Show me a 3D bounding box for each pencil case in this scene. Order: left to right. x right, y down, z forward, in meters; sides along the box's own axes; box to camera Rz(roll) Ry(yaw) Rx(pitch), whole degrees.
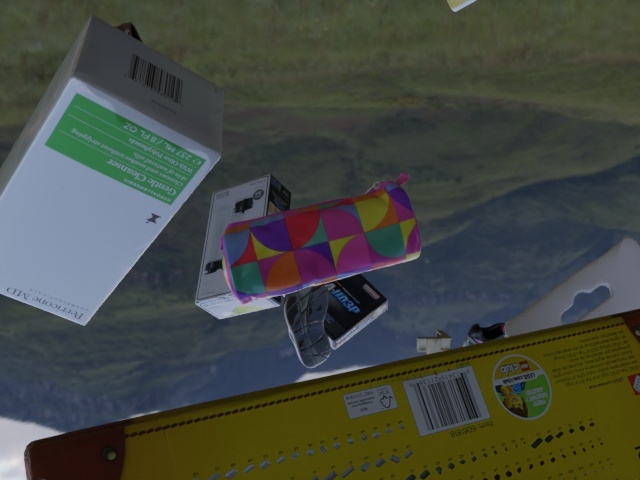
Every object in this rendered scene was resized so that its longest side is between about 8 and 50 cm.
[{"bbox_3d":[0.000,0.000,0.899,0.236,0.104,0.104,-17,-175,-5],"label":"pencil case"}]

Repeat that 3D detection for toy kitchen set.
[{"bbox_3d":[0.265,0.259,1.862,0.083,0.068,0.075,0,-172,-9],"label":"toy kitchen set"}]

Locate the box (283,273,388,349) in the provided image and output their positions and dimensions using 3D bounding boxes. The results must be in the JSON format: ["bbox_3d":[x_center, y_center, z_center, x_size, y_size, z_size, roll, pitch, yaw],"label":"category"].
[{"bbox_3d":[0.031,0.138,1.915,0.175,0.220,0.051,-35,149,-19],"label":"box"}]

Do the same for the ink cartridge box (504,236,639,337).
[{"bbox_3d":[0.364,0.197,0.900,0.207,0.353,0.119,-32,176,-11],"label":"ink cartridge box"}]

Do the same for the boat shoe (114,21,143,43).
[{"bbox_3d":[-0.287,-0.271,1.260,0.066,0.183,0.066,-31,-175,17],"label":"boat shoe"}]

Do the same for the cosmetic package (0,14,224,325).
[{"bbox_3d":[-0.299,-0.075,0.999,0.197,0.155,0.365,25,125,-26],"label":"cosmetic package"}]

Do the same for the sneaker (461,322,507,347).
[{"bbox_3d":[0.374,0.203,1.541,0.178,0.077,0.072,1,-151,-9],"label":"sneaker"}]

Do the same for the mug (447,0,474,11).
[{"bbox_3d":[0.332,-0.572,1.803,0.064,0.062,0.078,-12,-160,33],"label":"mug"}]

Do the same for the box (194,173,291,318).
[{"bbox_3d":[-0.165,0.013,1.683,0.169,0.290,0.087,-16,143,27],"label":"box"}]

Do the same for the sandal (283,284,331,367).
[{"bbox_3d":[-0.027,0.149,1.494,0.090,0.219,0.060,-23,-143,-15],"label":"sandal"}]

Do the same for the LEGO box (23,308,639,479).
[{"bbox_3d":[0.029,0.242,0.637,0.500,0.193,0.372,-8,156,-23],"label":"LEGO box"}]
